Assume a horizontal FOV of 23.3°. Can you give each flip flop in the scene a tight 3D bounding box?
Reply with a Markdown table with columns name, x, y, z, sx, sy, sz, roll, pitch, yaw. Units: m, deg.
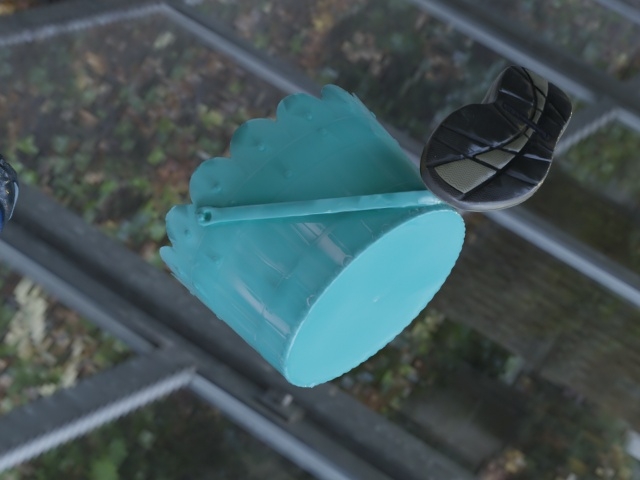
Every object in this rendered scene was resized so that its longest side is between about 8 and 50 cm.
| name | x | y | z | sx | sy | sz | roll | pitch | yaw |
| --- | --- | --- | --- | --- | --- | --- | --- | --- | --- |
| flip flop | 0.171 | -0.093 | 1.538 | 0.080 | 0.112 | 0.277 | -52 | 179 | 35 |

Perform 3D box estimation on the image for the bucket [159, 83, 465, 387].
| name | x | y | z | sx | sy | sz | roll | pitch | yaw |
| --- | --- | --- | --- | --- | --- | --- | --- | --- | --- |
| bucket | 0.000 | 0.000 | 1.571 | 0.281 | 0.183 | 0.281 | -36 | 155 | -20 |

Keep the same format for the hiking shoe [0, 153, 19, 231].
| name | x | y | z | sx | sy | sz | roll | pitch | yaw |
| --- | --- | --- | --- | --- | --- | --- | --- | --- | --- |
| hiking shoe | -0.351 | 0.037 | 1.275 | 0.304 | 0.113 | 0.132 | -38 | -145 | 31 |
